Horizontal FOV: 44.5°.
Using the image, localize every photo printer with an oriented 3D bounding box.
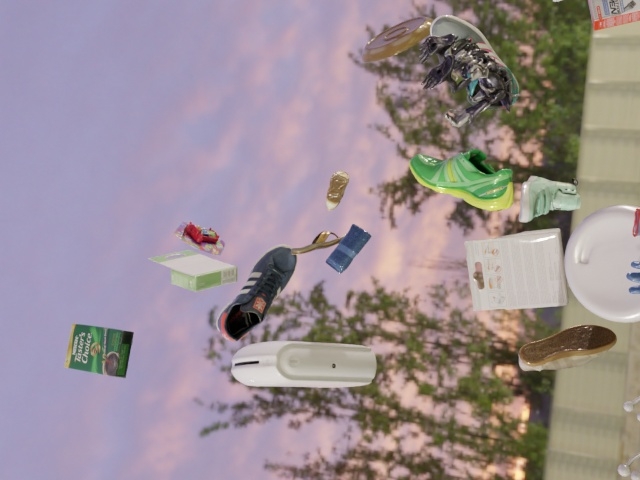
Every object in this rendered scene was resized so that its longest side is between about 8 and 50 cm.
[{"bbox_3d":[-0.055,0.311,1.956,0.307,0.256,0.107,8,-104,-31],"label":"photo printer"}]

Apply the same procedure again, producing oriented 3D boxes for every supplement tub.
[{"bbox_3d":[0.700,0.045,1.686,0.331,0.241,0.241,-2,-82,-49],"label":"supplement tub"}]

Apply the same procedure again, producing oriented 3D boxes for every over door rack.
[{"bbox_3d":[0.620,0.459,1.395,0.239,0.108,0.325,31,-134,-51],"label":"over door rack"}]

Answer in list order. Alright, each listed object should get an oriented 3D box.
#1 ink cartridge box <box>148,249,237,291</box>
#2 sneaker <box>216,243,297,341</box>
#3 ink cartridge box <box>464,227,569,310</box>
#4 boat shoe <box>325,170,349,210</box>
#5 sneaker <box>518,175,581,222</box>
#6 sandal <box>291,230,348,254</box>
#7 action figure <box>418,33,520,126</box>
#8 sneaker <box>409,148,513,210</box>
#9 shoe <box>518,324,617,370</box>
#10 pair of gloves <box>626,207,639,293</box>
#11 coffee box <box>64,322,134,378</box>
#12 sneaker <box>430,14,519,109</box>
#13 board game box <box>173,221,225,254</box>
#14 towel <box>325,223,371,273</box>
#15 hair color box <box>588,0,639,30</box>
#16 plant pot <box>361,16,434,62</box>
[{"bbox_3d":[-0.396,0.091,2.418,0.171,0.235,0.056,-13,-70,-47],"label":"ink cartridge box"},{"bbox_3d":[-0.184,0.171,2.415,0.350,0.131,0.148,-54,17,2],"label":"sneaker"},{"bbox_3d":[0.474,0.073,1.893,0.056,0.224,0.181,-20,-77,-66],"label":"ink cartridge box"},{"bbox_3d":[0.050,-0.166,2.616,0.059,0.063,0.170,112,-177,-46],"label":"boat shoe"},{"bbox_3d":[0.618,-0.110,2.097,0.256,0.151,0.094,-43,-42,-57],"label":"sneaker"},{"bbox_3d":[0.000,0.000,2.188,0.072,0.180,0.049,156,99,-78],"label":"sandal"},{"bbox_3d":[0.312,-0.344,1.686,0.275,0.141,0.164,13,-124,-45],"label":"action figure"},{"bbox_3d":[0.340,-0.162,1.850,0.109,0.295,0.124,-8,-66,-43],"label":"sneaker"},{"bbox_3d":[0.534,0.238,1.703,0.077,0.218,0.058,-105,3,-45],"label":"shoe"},{"bbox_3d":[0.584,0.008,1.287,0.023,0.159,0.198,-116,22,-75],"label":"pair of gloves"},{"bbox_3d":[-0.527,0.260,1.856,0.040,0.184,0.113,20,-103,-55],"label":"coffee box"},{"bbox_3d":[0.382,-0.433,1.949,0.124,0.295,0.178,-44,9,24],"label":"sneaker"},{"bbox_3d":[-0.305,-0.019,2.033,0.033,0.133,0.169,-62,6,15],"label":"board game box"},{"bbox_3d":[0.065,0.019,1.849,0.119,0.067,0.029,-51,-53,-2],"label":"towel"},{"bbox_3d":[0.724,-0.566,1.848,0.053,0.167,0.093,39,-137,-67],"label":"hair color box"},{"bbox_3d":[0.218,-0.577,2.223,0.032,0.236,0.236,62,-148,-23],"label":"plant pot"}]
